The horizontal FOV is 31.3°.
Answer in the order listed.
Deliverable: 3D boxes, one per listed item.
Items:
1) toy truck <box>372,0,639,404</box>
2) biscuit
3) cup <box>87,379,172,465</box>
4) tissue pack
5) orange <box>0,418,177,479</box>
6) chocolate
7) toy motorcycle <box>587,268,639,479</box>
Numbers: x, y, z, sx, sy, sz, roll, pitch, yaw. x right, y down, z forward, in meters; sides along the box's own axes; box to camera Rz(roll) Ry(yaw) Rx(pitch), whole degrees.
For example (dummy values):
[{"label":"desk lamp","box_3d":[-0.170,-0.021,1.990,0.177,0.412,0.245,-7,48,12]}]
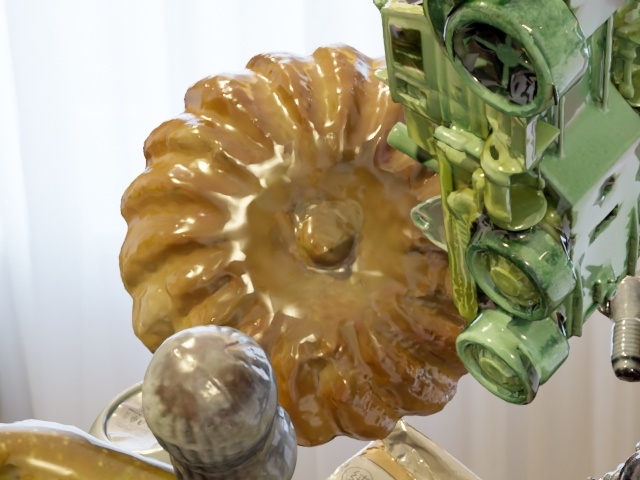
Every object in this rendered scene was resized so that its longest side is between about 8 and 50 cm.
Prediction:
[{"label":"toy truck","box_3d":[0.078,-0.057,0.487,0.135,0.260,0.128,35,66,27]},{"label":"biscuit","box_3d":[0.000,0.000,0.888,0.325,0.326,0.107,-2,-5,1]},{"label":"cup","box_3d":[-0.136,0.310,1.249,0.205,0.312,0.205,-11,27,6]},{"label":"tissue pack","box_3d":[0.170,0.414,1.713,0.305,0.239,0.238,37,37,24]},{"label":"orange","box_3d":[-0.159,0.294,0.770,0.271,0.210,0.368,-30,55,-30]},{"label":"chocolate","box_3d":[-0.051,0.099,0.606,0.072,0.167,0.072,-2,59,3]},{"label":"toy motorcycle","box_3d":[0.255,0.116,0.767,0.134,0.207,0.401,-14,47,34]}]
